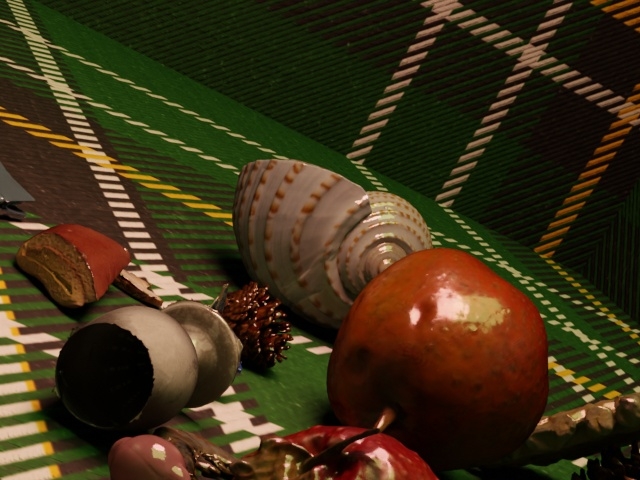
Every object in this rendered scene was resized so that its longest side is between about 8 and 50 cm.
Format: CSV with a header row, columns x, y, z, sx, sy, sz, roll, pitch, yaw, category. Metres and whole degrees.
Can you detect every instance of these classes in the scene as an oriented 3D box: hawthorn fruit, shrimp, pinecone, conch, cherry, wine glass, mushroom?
x,y,z,sx,sy,sz,roll,pitch,yaw,category
0.126,0.160,1.835,0.277,0.277,0.298,34,37,17,hawthorn fruit
-0.096,0.237,1.466,0.148,0.035,0.195,30,9,-13,shrimp
0.401,0.338,1.978,0.174,0.173,0.173,29,11,-6,pinecone
-0.003,0.014,2.258,0.303,0.215,0.319,31,-22,-28,conch
0.031,0.253,1.337,0.250,0.192,0.175,32,43,-53,cherry
-0.171,0.124,1.525,0.126,0.126,0.241,33,8,14,wine glass
-0.086,0.112,1.916,0.109,0.102,0.102,59,14,4,pinecone
-0.242,0.053,1.934,0.101,0.019,0.049,36,13,17,mushroom

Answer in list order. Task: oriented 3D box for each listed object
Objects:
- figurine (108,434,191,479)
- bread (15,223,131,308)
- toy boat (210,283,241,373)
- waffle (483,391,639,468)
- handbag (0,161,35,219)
x,y,z,sx,sy,sz,roll,pitch,yaw,category
-0.150,0.207,1.345,0.083,0.067,0.071,10,-41,38,figurine
-0.295,0.023,1.800,0.119,0.067,0.192,30,11,-4,bread
-0.131,0.101,1.774,0.091,0.110,0.175,27,10,-19,toy boat
0.360,0.254,2.036,0.292,0.309,0.056,10,63,-55,waffle
-0.468,-0.085,1.890,0.144,0.057,0.221,43,14,23,handbag
